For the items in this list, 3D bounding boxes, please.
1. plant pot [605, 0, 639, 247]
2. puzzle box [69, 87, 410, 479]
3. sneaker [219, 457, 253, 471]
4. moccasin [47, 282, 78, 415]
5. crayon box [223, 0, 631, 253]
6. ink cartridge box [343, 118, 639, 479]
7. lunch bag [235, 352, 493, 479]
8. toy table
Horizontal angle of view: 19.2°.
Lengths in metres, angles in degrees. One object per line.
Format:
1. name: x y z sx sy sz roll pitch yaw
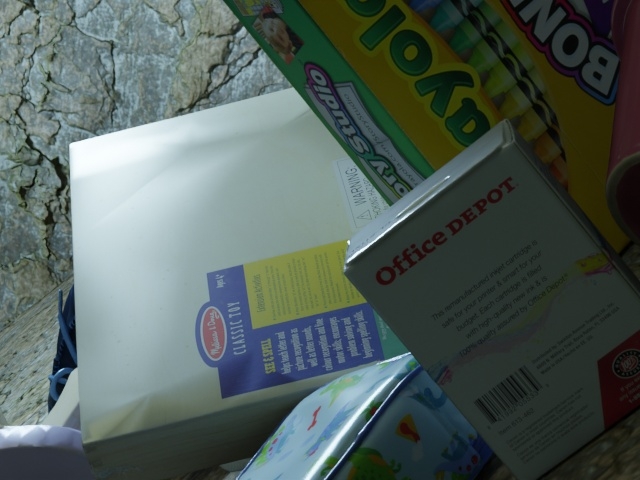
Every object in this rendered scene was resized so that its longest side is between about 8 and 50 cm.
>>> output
1. plant pot: 0.258 -0.081 1.129 0.201 0.201 0.180 -26 33 53
2. puzzle box: -0.058 0.017 1.479 0.272 0.052 0.409 -13 35 1
3. sneaker: -0.019 0.103 1.552 0.212 0.094 0.080 -37 12 16
4. moccasin: -0.202 0.145 1.867 0.342 0.138 0.116 102 -178 -55
5. crayon box: 0.136 -0.170 1.400 0.313 0.363 0.106 -45 12 -25
6. ink cartridge box: 0.116 0.035 1.122 0.127 0.175 0.072 -37 10 12
7. lunch bag: -0.001 0.171 1.201 0.176 0.090 0.219 -26 17 50
8. toy table: -0.268 0.204 1.672 0.274 0.252 0.161 -23 32 24
